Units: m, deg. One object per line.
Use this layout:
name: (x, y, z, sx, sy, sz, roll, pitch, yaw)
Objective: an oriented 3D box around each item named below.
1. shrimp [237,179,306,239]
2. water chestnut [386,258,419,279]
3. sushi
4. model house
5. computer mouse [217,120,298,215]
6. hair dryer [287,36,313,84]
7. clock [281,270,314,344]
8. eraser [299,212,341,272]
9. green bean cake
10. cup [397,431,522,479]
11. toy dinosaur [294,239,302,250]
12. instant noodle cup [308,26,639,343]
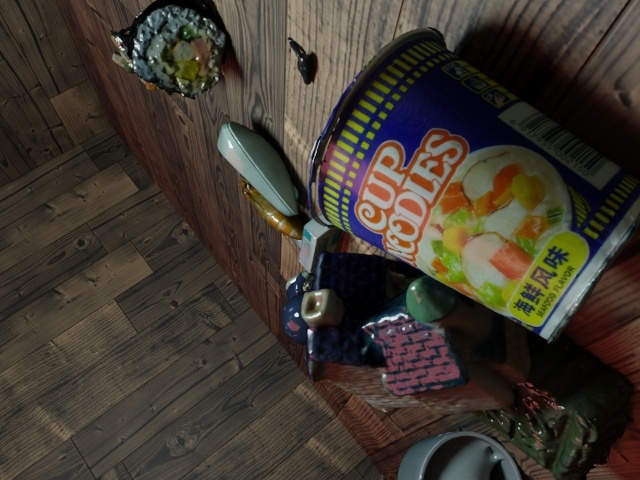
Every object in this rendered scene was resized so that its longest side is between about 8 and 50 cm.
shrimp: (-0.123, -0.088, 1.572, 0.248, 0.068, 0.150, 43, -165, 4)
water chestnut: (0.142, 0.144, 1.227, 0.223, 0.238, 0.224, -11, 76, 50)
sushi: (-0.344, -0.446, 1.344, 0.238, 0.225, 0.218, 43, 174, -22)
model house: (0.121, 0.122, 0.880, 0.298, 0.244, 0.284, -23, 142, 38)
computer mouse: (-0.141, -0.189, 1.458, 0.288, 0.097, 0.159, 44, -170, -16)
hair dryer: (-0.039, -0.341, 1.076, 0.079, 0.031, 0.083, 83, 161, -72)
clock: (-0.040, 0.213, 1.753, 0.243, 0.146, 0.200, -93, -16, -63)
eraser: (0.000, 0.000, 1.451, 0.052, 0.095, 0.225, 46, 160, 13)
green bean cake: (0.364, 0.261, 0.961, 0.255, 0.132, 0.241, 41, 153, 37)
cup: (0.380, 0.640, 1.458, 0.356, 0.260, 0.274, 22, 160, -1)
toy dinosaur: (-0.039, 0.022, 1.671, 0.209, 0.039, 0.082, 56, 168, 34)
instant noodle cup: (0.189, -0.053, 0.669, 0.312, 0.284, 0.284, 36, 156, 23)
